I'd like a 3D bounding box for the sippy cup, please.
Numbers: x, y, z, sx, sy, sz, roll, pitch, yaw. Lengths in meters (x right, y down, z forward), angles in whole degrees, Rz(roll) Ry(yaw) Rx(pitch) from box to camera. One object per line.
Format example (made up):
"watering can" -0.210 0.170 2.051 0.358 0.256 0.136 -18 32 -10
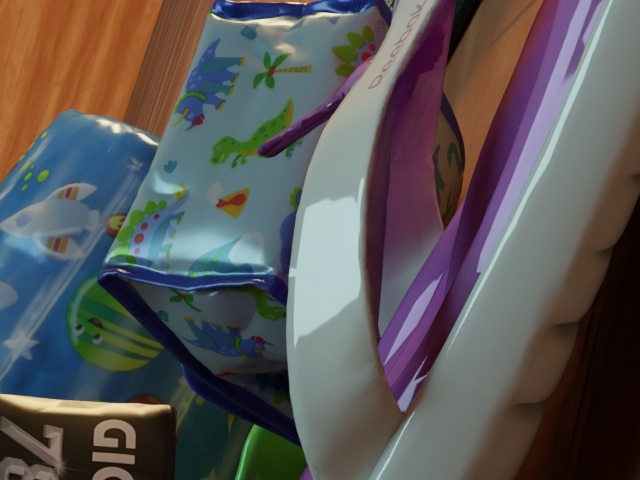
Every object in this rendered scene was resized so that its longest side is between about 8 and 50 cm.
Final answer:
"sippy cup" -0.106 0.068 0.879 0.224 0.305 0.240 -60 -18 -6

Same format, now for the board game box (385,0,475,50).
"board game box" 0.063 -0.147 0.890 0.126 0.026 0.186 -84 17 -52

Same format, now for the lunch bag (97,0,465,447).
"lunch bag" 0.000 0.000 0.689 0.096 0.151 0.129 3 61 33

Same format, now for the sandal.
"sandal" 0.023 0.003 0.536 0.169 0.102 0.416 -70 3 -84

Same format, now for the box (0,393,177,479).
"box" -0.093 0.249 0.539 0.293 0.073 0.296 -95 14 -47
